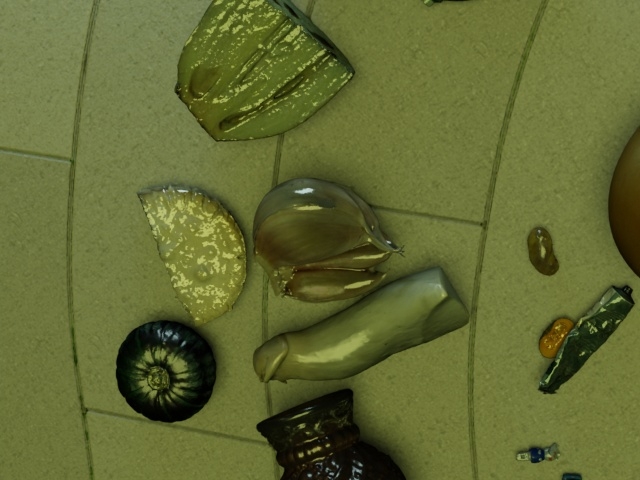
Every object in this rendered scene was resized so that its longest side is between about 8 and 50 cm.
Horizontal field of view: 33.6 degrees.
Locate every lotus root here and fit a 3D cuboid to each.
[{"bbox_3d":[-0.121,-0.304,1.891,0.267,0.149,0.260,39,109,-17],"label":"lotus root"}]

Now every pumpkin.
[{"bbox_3d":[-0.296,0.251,2.024,0.201,0.140,0.202,2,102,7],"label":"pumpkin"},{"bbox_3d":[0.430,0.175,1.937,0.050,0.028,0.083,38,97,-16],"label":"pumpkin"}]

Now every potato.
[{"bbox_3d":[0.398,0.022,1.907,0.046,0.045,0.092,-22,100,-23],"label":"potato"}]

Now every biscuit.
[{"bbox_3d":[-0.231,0.008,1.995,0.179,0.084,0.281,-26,94,14],"label":"biscuit"}]

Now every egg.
[{"bbox_3d":[0.620,-0.079,1.726,0.282,0.282,0.351,21,101,6],"label":"egg"}]

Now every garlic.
[{"bbox_3d":[0.000,0.000,1.894,0.291,0.210,0.238,-22,89,22],"label":"garlic"}]

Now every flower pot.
[{"bbox_3d":[0.014,0.429,1.951,0.266,0.266,0.267,-23,86,13],"label":"flower pot"}]

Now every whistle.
[{"bbox_3d":[0.407,0.400,1.983,0.083,0.029,0.033,-6,91,1],"label":"whistle"}]

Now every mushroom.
[{"bbox_3d":[0.067,0.169,1.931,0.397,0.177,0.126,-26,67,14],"label":"mushroom"}]

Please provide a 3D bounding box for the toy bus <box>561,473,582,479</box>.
[{"bbox_3d":[0.470,0.481,1.979,0.038,0.046,0.083,1,102,10],"label":"toy bus"}]

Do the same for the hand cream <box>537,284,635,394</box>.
[{"bbox_3d":[0.483,0.183,1.912,0.075,0.052,0.248,27,102,-35],"label":"hand cream"}]

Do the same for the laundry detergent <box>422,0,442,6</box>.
[{"bbox_3d":[0.262,-0.479,1.828,0.137,0.063,0.211,42,105,-6],"label":"laundry detergent"}]
